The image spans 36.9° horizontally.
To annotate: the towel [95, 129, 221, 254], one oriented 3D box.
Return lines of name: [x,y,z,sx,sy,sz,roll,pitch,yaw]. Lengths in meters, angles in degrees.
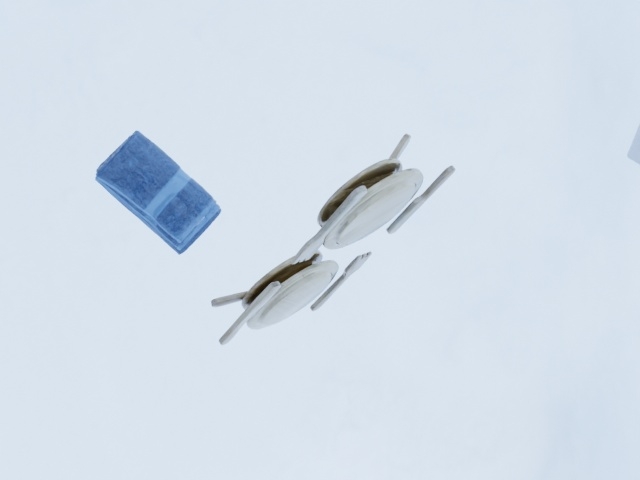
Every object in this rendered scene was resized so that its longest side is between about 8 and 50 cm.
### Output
towel: [-0.160,-0.048,0.951,0.119,0.029,0.067,43,92,-12]

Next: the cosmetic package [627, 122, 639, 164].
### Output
cosmetic package: [0.344,-0.079,0.662,0.231,0.085,0.117,5,114,-22]

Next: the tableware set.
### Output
tableware set: [0.000,0.000,0.722,0.039,0.128,0.194,54,126,16]
